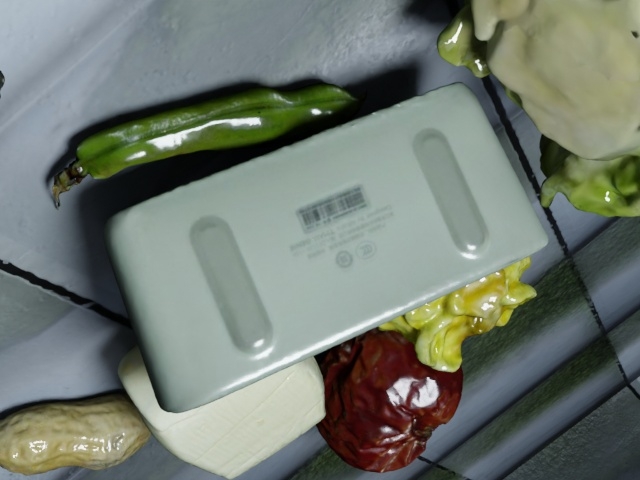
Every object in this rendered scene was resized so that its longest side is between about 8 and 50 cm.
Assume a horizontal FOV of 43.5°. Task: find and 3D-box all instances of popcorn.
[{"bbox_3d":[0.165,0.041,1.010,0.235,0.216,0.181,-13,146,-12],"label":"popcorn"}]

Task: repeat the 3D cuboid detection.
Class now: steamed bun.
[{"bbox_3d":[-0.114,0.164,0.972,0.200,0.154,0.250,-37,140,-3],"label":"steamed bun"}]

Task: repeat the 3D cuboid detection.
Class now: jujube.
[{"bbox_3d":[0.099,0.222,1.202,0.213,0.213,0.232,-1,138,-41],"label":"jujube"}]

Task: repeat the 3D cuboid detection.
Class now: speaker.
[{"bbox_3d":[0.000,0.000,0.790,0.406,0.184,0.183,-23,180,-15],"label":"speaker"}]

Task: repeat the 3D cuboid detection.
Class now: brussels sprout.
[{"bbox_3d":[0.323,-0.246,0.700,0.361,0.342,0.425,-48,156,-22],"label":"brussels sprout"}]

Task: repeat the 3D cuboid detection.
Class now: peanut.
[{"bbox_3d":[-0.292,0.231,0.967,0.214,0.099,0.099,9,127,-40],"label":"peanut"}]

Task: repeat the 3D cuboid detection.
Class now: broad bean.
[{"bbox_3d":[-0.097,-0.102,0.752,0.318,0.056,0.098,-18,172,-15],"label":"broad bean"}]

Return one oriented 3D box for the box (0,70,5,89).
[{"bbox_3d":[-0.400,-0.026,0.526,0.404,0.108,0.263,-48,145,19],"label":"box"}]
